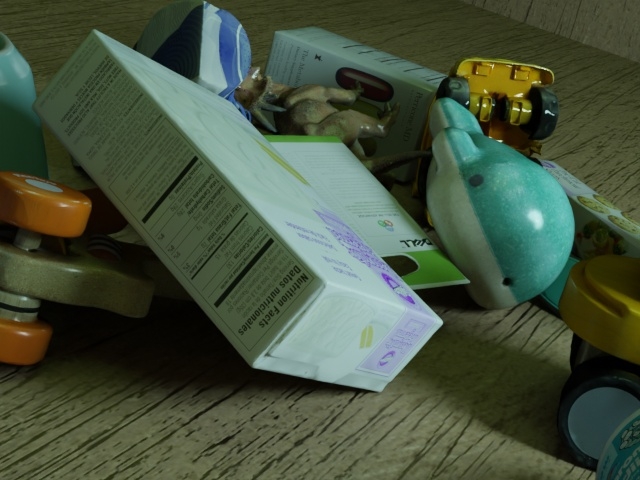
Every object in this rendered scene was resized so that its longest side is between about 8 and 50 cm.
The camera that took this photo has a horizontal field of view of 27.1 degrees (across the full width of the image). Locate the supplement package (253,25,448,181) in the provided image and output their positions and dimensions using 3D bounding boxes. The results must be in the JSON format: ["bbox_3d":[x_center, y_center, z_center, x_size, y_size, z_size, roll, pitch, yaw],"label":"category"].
[{"bbox_3d":[0.052,-0.194,1.845,0.244,0.139,0.134,23,20,20],"label":"supplement package"}]

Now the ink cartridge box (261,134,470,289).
[{"bbox_3d":[0.000,0.000,1.383,0.189,0.097,0.255,-3,42,-42],"label":"ink cartridge box"}]

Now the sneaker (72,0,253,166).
[{"bbox_3d":[-0.134,-0.147,1.472,0.182,0.127,0.315,16,-25,-28],"label":"sneaker"}]

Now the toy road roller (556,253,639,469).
[{"bbox_3d":[0.376,0.097,1.188,0.329,0.240,0.202,19,21,9],"label":"toy road roller"}]

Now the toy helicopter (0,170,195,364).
[{"bbox_3d":[-0.199,0.018,1.197,0.355,0.140,0.235,12,9,-40],"label":"toy helicopter"}]

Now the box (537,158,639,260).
[{"bbox_3d":[0.350,-0.018,1.714,0.067,0.063,0.324,6,22,-26],"label":"box"}]

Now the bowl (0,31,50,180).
[{"bbox_3d":[-0.415,-0.139,1.341,0.311,0.163,0.311,13,22,-5],"label":"bowl"}]

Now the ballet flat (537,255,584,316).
[{"bbox_3d":[0.320,0.074,1.469,0.074,0.074,0.203,-7,24,-45],"label":"ballet flat"}]

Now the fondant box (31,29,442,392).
[{"bbox_3d":[-0.070,-0.021,1.158,0.330,0.096,0.238,48,12,27],"label":"fondant box"}]

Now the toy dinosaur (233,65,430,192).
[{"bbox_3d":[-0.013,-0.133,1.673,0.295,0.127,0.200,35,28,33],"label":"toy dinosaur"}]

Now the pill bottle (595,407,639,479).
[{"bbox_3d":[0.280,0.198,0.964,0.146,0.146,0.264,16,8,2],"label":"pill bottle"}]

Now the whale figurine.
[{"bbox_3d":[0.194,-0.055,1.463,0.141,0.216,0.272,-22,41,12],"label":"whale figurine"}]

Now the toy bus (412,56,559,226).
[{"bbox_3d":[0.196,-0.135,1.702,0.149,0.220,0.211,6,16,-12],"label":"toy bus"}]
